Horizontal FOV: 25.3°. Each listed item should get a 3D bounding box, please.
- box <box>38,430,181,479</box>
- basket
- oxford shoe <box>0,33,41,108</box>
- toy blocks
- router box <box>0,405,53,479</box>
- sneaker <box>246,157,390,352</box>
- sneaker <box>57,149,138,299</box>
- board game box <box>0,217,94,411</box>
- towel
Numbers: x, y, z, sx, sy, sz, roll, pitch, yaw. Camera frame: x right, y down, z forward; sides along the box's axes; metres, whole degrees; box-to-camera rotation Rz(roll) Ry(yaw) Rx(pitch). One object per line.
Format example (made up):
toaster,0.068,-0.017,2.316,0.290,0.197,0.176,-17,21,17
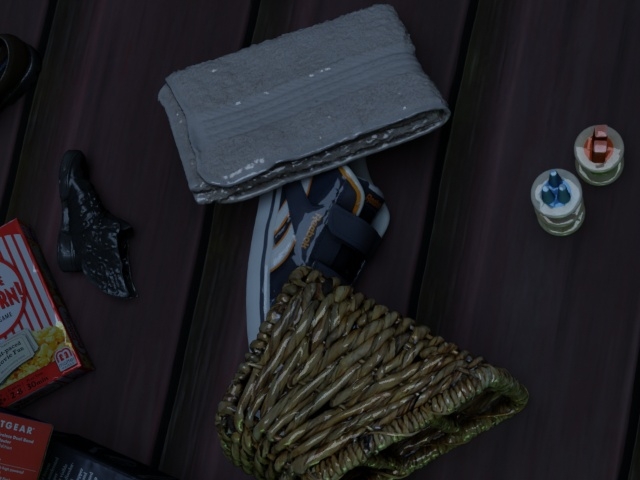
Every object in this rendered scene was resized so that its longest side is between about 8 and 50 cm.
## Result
box,-0.221,0.286,1.507,0.207,0.153,0.108,20,85,16
basket,0.053,0.180,1.391,0.223,0.299,0.213,27,86,16
oxford shoe,-0.428,-0.152,1.667,0.082,0.096,0.227,34,89,14
toy blocks,0.266,-0.071,1.474,0.054,0.148,0.123,37,89,16
router box,-0.424,0.302,1.481,0.335,0.082,0.301,6,78,54
sneaker,0.000,0.000,1.529,0.127,0.126,0.321,1,78,18
sneaker,-0.251,-0.019,1.627,0.089,0.051,0.170,0,84,12
board game box,-0.364,0.094,1.630,0.146,0.045,0.193,-29,75,5
towel,-0.024,-0.149,1.516,0.282,0.049,0.187,-20,52,-3
